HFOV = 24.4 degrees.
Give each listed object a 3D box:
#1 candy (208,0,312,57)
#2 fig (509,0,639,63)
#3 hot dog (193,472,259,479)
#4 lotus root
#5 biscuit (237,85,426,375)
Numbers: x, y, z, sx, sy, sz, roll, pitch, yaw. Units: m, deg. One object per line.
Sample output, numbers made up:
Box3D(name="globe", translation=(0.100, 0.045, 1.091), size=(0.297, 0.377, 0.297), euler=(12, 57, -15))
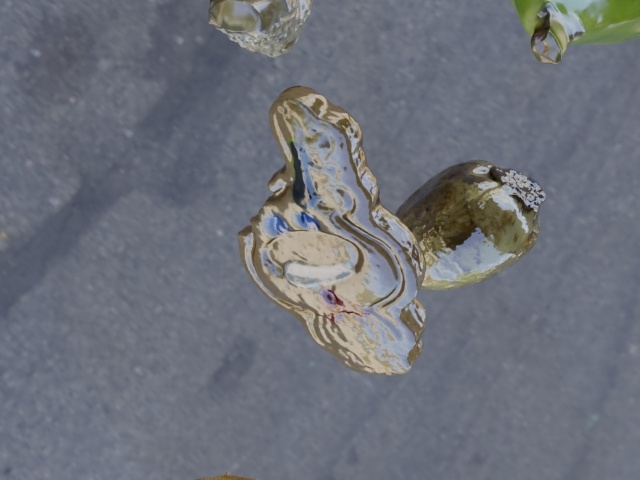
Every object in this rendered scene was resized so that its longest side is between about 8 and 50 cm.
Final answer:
Box3D(name="candy", translation=(-0.055, -0.225, 1.389), size=(0.110, 0.085, 0.095), euler=(33, 73, -68))
Box3D(name="fig", translation=(0.221, -0.266, 1.135), size=(0.314, 0.233, 0.233), euler=(-23, 133, -57))
Box3D(name="hot dog", translation=(-0.057, 0.176, 0.835), size=(0.140, 0.060, 0.089), euler=(-5, 132, -23))
Box3D(name="lotus root", translation=(0.138, -0.009, 1.567), size=(0.214, 0.138, 0.138), euler=(-25, 147, 30))
Box3D(name="biscuit", translation=(0.007, 0.001, 1.327), size=(0.319, 0.183, 0.047), euler=(87, 26, -43))
